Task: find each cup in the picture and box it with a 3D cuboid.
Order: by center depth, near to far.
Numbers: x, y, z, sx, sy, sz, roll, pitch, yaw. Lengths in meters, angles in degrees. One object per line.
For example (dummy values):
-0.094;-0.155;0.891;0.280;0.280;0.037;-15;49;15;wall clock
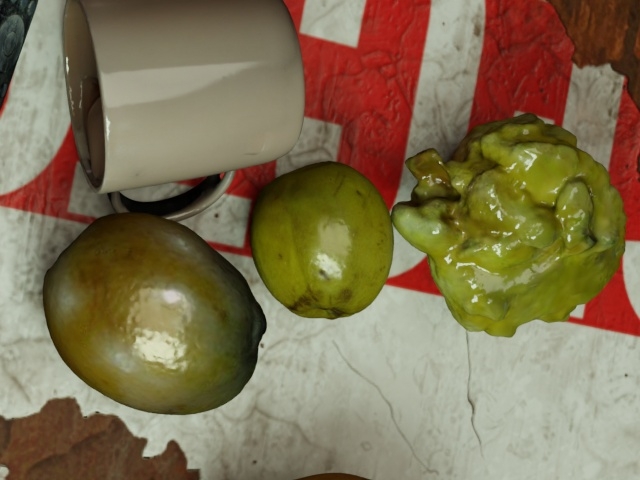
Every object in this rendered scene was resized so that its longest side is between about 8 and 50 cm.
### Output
-0.132;-0.126;1.669;0.200;0.191;0.253;-8;127;-17;cup

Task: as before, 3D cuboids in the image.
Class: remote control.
-0.337;-0.146;1.639;0.066;0.090;0.265;16;85;21;remote control

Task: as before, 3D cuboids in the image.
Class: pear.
0.000;0.000;1.740;0.149;0.149;0.162;-7;86;-23;pear

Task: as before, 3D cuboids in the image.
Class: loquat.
-0.160;0.076;1.664;0.227;0.179;0.179;40;76;-14;loquat

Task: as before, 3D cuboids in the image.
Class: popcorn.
0.193;-0.023;1.809;0.266;0.192;0.233;17;114;-25;popcorn

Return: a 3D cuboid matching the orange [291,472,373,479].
0.008;0.382;1.667;0.312;0.312;0.312;0;91;-23;orange
